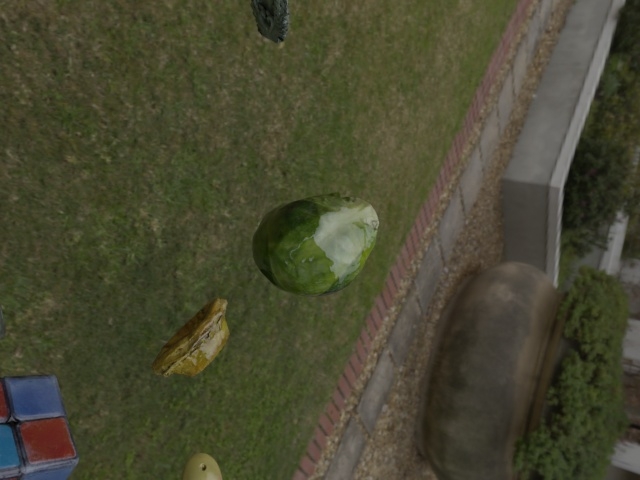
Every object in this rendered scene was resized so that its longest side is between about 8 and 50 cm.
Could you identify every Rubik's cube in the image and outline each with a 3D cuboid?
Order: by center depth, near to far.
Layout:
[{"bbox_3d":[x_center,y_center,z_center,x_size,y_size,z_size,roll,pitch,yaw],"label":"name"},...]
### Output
[{"bbox_3d":[-0.897,0.587,1.632,0.318,0.313,0.316,8,127,-45],"label":"Rubik's cube"}]

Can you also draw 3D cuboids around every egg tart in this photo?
[{"bbox_3d":[-0.343,0.286,1.651,0.116,0.295,0.295,48,48,-8],"label":"egg tart"}]

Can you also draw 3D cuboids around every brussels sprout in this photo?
[{"bbox_3d":[0.000,0.000,1.241,0.271,0.219,0.210,-33,105,-26],"label":"brussels sprout"}]

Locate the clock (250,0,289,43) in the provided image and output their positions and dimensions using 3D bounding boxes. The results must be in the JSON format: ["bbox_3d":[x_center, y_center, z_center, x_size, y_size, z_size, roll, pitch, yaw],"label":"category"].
[{"bbox_3d":[-0.045,-0.207,0.490,0.010,0.074,0.083,-20,126,-22],"label":"clock"}]

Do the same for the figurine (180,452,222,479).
[{"bbox_3d":[-0.299,0.691,1.452,0.222,0.124,0.324,134,-44,-67],"label":"figurine"}]

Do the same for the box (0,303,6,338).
[{"bbox_3d":[-0.795,0.126,1.229,0.220,0.166,0.290,-56,151,-59],"label":"box"}]
